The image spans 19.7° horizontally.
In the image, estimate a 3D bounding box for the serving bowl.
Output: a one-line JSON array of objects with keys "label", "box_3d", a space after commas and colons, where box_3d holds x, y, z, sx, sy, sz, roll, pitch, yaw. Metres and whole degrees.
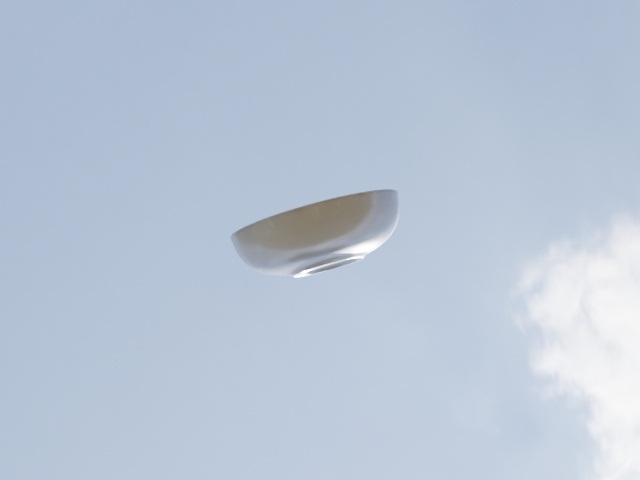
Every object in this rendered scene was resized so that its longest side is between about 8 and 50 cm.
[{"label": "serving bowl", "box_3d": [0.000, 0.000, 0.882, 0.083, 0.083, 0.027, -15, -96, 6]}]
